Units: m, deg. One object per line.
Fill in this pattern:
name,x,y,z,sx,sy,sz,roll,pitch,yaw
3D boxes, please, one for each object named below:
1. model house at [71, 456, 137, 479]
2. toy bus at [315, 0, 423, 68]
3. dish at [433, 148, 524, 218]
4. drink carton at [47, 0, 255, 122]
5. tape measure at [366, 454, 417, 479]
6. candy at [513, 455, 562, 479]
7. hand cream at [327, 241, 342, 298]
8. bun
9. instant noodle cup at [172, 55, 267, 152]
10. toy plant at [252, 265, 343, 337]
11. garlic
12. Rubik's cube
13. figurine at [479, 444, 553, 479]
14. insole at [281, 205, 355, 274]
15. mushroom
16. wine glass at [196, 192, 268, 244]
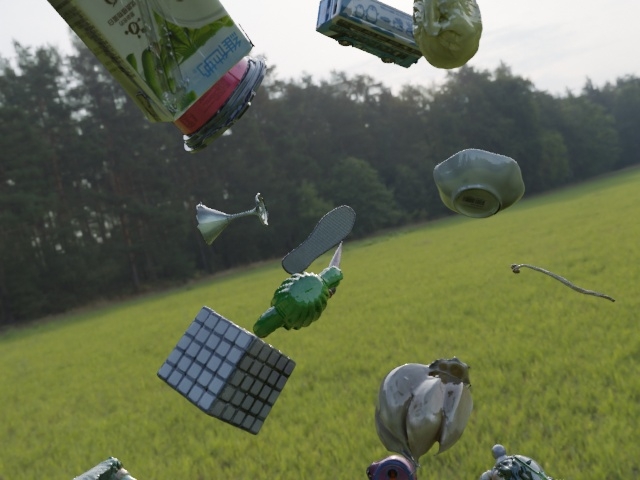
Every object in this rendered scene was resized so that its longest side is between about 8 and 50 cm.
model house,-0.551,0.794,1.883,0.325,0.194,0.267,28,15,16
toy bus,0.142,-0.553,1.772,0.297,0.106,0.131,13,-14,-26
dish,0.318,-0.096,1.379,0.191,0.190,0.066,-15,43,34
drink carton,-0.287,-0.370,1.064,0.194,0.324,0.132,-47,28,-16
tape measure,0.179,0.597,1.693,0.125,0.118,0.074,-9,-8,10
candy,0.598,0.643,1.850,0.058,0.062,0.194,-42,35,-13
hand cream,0.034,0.082,1.830,0.043,0.067,0.209,16,33,1
bun,0.266,-0.491,1.489,0.145,0.229,0.229,-12,-1,-13
instant noodle cup,-0.261,-0.338,1.422,0.258,0.181,0.302,-56,26,-11
toy plant,-0.052,0.120,1.203,0.155,0.088,0.240,-31,-8,-42
garlic,0.242,0.414,1.645,0.237,0.210,0.292,27,58,29
Rubik's cube,-0.251,0.356,1.854,0.237,0.238,0.237,19,-18,39
figurine,0.612,0.795,2.202,0.186,0.261,0.382,-26,-16,-15
insole,0.000,0.000,1.805,0.253,0.086,0.005,-44,-18,-16
mushroom,0.596,0.100,1.689,0.026,0.028,0.286,-20,26,-38
wine glass,-0.243,-0.063,1.892,0.183,0.122,0.122,-13,0,10
